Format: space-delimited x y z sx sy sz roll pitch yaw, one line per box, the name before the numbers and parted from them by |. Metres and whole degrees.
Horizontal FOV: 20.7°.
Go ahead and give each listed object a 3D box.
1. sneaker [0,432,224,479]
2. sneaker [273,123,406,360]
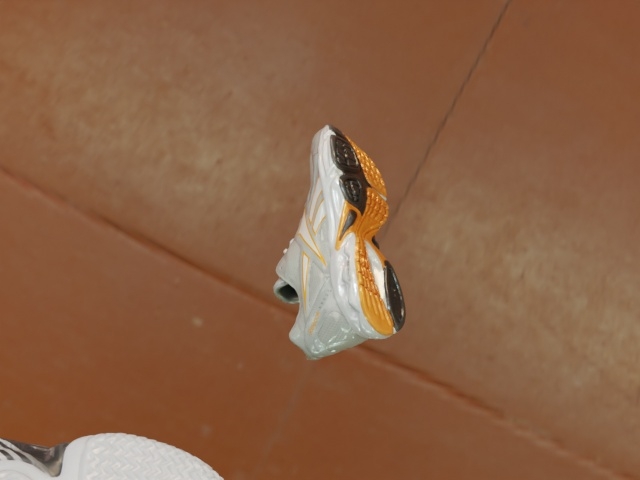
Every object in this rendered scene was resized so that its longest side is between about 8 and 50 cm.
sneaker | -0.248 0.218 1.224 0.365 0.137 0.210 14 127 1
sneaker | 0.000 0.000 1.734 0.121 0.262 0.099 -28 135 25
